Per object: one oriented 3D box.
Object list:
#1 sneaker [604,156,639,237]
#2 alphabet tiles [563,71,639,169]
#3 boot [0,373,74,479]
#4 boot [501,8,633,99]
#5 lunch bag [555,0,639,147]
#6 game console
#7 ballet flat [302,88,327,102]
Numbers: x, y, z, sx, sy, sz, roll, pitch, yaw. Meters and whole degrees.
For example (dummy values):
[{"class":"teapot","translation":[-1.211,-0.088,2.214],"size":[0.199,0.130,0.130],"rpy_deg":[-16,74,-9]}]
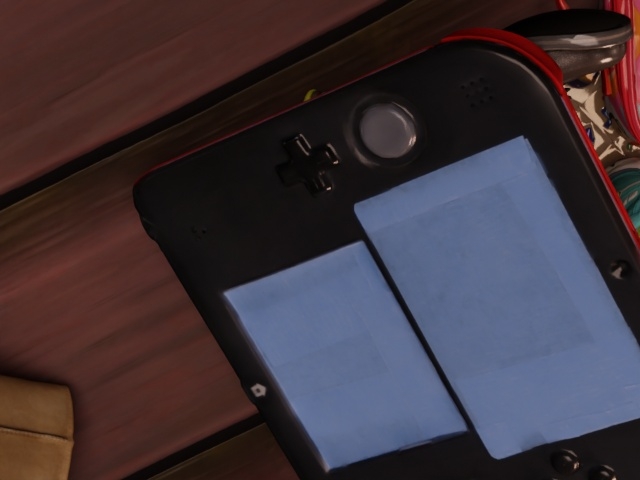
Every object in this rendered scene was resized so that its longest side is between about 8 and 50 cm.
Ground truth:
[{"class":"sneaker","translation":[0.229,0.073,1.182],"size":[0.107,0.110,0.275],"rpy_deg":[3,107,-7]},{"class":"alphabet tiles","translation":[0.189,-0.065,1.213],"size":[0.237,0.009,0.198],"rpy_deg":[-44,97,8]},{"class":"boot","translation":[-0.313,0.098,1.171],"size":[0.269,0.089,0.236],"rpy_deg":[19,80,-35]},{"class":"boot","translation":[0.145,-0.038,1.146],"size":[0.263,0.091,0.229],"rpy_deg":[-16,101,36]},{"class":"lunch bag","translation":[0.301,-0.207,1.131],"size":[0.258,0.120,0.293],"rpy_deg":[-4,97,3]},{"class":"game console","translation":[0.082,0.061,1.127],"size":[0.342,0.060,0.387],"rpy_deg":[-22,106,24]},{"class":"ballet flat","translation":[0.000,0.000,1.198],"size":[0.077,0.077,0.231],"rpy_deg":[-12,103,20]}]
